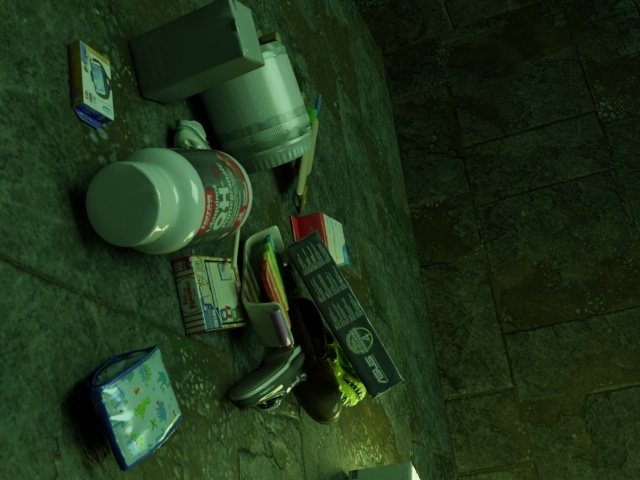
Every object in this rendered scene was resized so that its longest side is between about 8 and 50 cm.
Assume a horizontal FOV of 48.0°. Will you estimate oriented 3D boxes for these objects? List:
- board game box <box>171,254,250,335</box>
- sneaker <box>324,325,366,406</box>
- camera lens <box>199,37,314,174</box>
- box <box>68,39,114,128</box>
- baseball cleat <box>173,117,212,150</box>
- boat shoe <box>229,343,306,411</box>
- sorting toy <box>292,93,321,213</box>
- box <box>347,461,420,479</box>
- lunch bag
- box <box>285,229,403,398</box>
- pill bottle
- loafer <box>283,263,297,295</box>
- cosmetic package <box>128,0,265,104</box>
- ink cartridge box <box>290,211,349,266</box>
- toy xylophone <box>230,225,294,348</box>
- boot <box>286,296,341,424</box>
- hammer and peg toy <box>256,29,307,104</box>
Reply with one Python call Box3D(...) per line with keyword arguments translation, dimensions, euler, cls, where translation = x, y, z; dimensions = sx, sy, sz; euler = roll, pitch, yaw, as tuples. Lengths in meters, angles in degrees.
Box3D(translation=(-0.211, 0.106, 1.418), dimensions=(0.193, 0.045, 0.146), euler=(11, 65, -70), cls="board game box")
Box3D(translation=(0.011, 0.311, 1.870), dimensions=(0.295, 0.110, 0.123), euler=(60, -5, -28), cls="sneaker")
Box3D(translation=(-0.151, -0.310, 1.651), dimensions=(0.219, 0.220, 0.274), euler=(-56, 128, -67), cls="camera lens")
Box3D(translation=(-0.388, -0.261, 1.219), dimensions=(0.081, 0.028, 0.136), euler=(31, 45, -65), cls="box")
Box3D(translation=(-0.240, -0.181, 1.526), dimensions=(0.206, 0.072, 0.109), euler=(58, 17, -50), cls="baseball cleat")
Box3D(translation=(-0.091, 0.305, 1.513), dimensions=(0.335, 0.112, 0.095), euler=(-29, 98, -75), cls="boat shoe")
Box3D(translation=(-0.049, -0.239, 2.017), dimensions=(0.196, 0.047, 0.347), euler=(-76, 175, -67), cls="sorting toy")
Box3D(translation=(0.165, 0.688, 1.849), dimensions=(0.181, 0.182, 0.119), euler=(-79, 149, -53), cls="box")
Box3D(translation=(-0.276, 0.241, 1.038), dimensions=(0.151, 0.096, 0.128), euler=(-68, 141, -77), cls="lunch bag")
Box3D(translation=(0.052, 0.172, 1.748), dimensions=(0.394, 0.097, 0.318), euler=(60, -5, 2), cls="box")
Box3D(translation=(-0.253, -0.070, 1.227), dimensions=(0.318, 0.177, 0.176), euler=(-21, 96, -72), cls="pill bottle")
Box3D(translation=(-0.097, 0.068, 1.783), dimensions=(0.056, 0.050, 0.147), euler=(-59, 132, -66), cls="loafer")
Box3D(translation=(-0.241, -0.365, 1.399), dimensions=(0.107, 0.238, 0.127), euler=(0, 77, -71), cls="cosmetic package")
Box3D(translation=(0.000, 0.000, 2.082), dimensions=(0.231, 0.078, 0.134), euler=(23, 54, -67), cls="ink cartridge box")
Box3D(translation=(-0.122, 0.077, 1.551), dimensions=(0.322, 0.081, 0.236), euler=(-99, 174, -49), cls="toy xylophone")
Box3D(translation=(-0.019, 0.280, 1.688), dimensions=(0.115, 0.112, 0.305), euler=(134, -60, -64), cls="boot")
Box3D(translation=(-0.132, -0.429, 1.954), dimensions=(0.361, 0.128, 0.265), euler=(-77, 147, -56), cls="hammer and peg toy")
